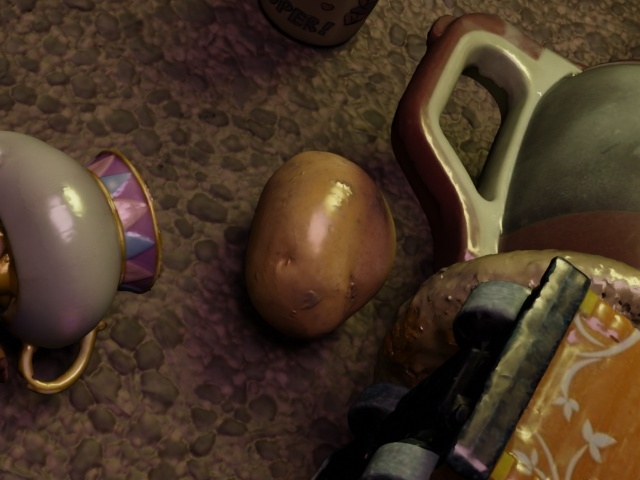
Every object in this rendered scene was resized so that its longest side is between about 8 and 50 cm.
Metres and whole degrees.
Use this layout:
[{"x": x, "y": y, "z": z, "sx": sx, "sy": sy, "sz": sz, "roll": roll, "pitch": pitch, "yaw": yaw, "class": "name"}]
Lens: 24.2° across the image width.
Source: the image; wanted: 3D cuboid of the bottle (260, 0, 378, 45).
[{"x": 0.025, "y": -0.245, "z": 1.168, "sx": 0.097, "sy": 0.209, "sz": 0.110, "roll": 34, "pitch": 54, "yaw": -2, "class": "bottle"}]

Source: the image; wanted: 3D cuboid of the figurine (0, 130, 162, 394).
[{"x": -0.236, "y": 0.023, "z": 0.940, "sx": 0.263, "sy": 0.142, "sz": 0.189, "roll": -18, "pitch": 94, "yaw": -31, "class": "figurine"}]

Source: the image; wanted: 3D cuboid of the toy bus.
[{"x": 0.094, "y": 0.172, "z": 0.887, "sx": 0.194, "sy": 0.323, "sz": 0.162, "roll": 37, "pitch": 54, "yaw": -3, "class": "toy bus"}]

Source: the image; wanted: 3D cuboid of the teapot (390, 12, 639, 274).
[{"x": 0.189, "y": -0.027, "z": 1.107, "sx": 0.315, "sy": 0.233, "sz": 0.312, "roll": 29, "pitch": 43, "yaw": -16, "class": "teapot"}]

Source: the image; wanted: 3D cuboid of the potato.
[{"x": -0.001, "y": 0.003, "z": 1.080, "sx": 0.112, "sy": 0.112, "sz": 0.147, "roll": 24, "pitch": 59, "yaw": -10, "class": "potato"}]

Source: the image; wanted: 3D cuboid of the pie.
[{"x": 0.156, "y": 0.109, "z": 0.988, "sx": 0.274, "sy": 0.274, "sz": 0.055, "roll": 24, "pitch": 46, "yaw": -10, "class": "pie"}]
